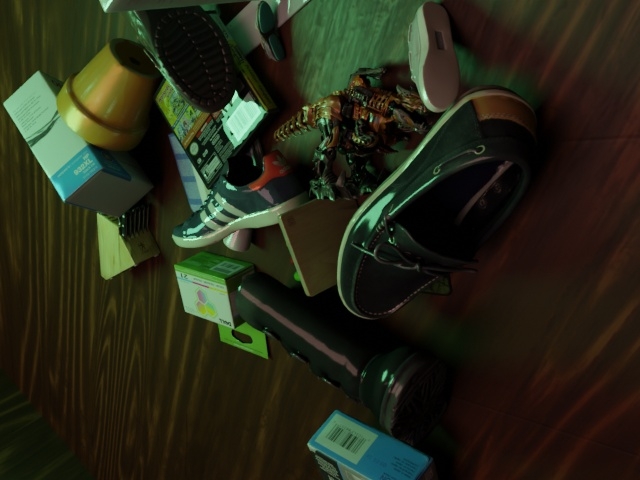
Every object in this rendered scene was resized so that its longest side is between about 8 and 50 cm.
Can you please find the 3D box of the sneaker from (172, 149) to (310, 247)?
[{"bbox_3d":[-0.184,-0.089,1.434,0.350,0.131,0.148,-17,102,33],"label":"sneaker"}]

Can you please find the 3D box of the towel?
[{"bbox_3d":[-0.218,-0.157,1.548,0.285,0.034,0.209,2,113,44],"label":"towel"}]

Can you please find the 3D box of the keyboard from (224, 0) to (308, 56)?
[{"bbox_3d":[-0.103,-0.420,1.312,0.256,0.014,0.072,-24,99,48],"label":"keyboard"}]

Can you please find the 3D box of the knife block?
[{"bbox_3d":[-0.542,-0.041,1.886,0.275,0.088,0.242,-23,94,48],"label":"knife block"}]

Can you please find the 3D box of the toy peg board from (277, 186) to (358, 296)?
[{"bbox_3d":[0.000,0.000,1.339,0.079,0.161,0.161,-3,110,60],"label":"toy peg board"}]

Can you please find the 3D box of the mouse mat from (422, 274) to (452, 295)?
[{"bbox_3d":[0.162,0.010,1.291,0.152,0.007,0.190,4,114,43],"label":"mouse mat"}]

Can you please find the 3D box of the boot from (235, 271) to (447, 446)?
[{"bbox_3d":[0.020,0.186,1.339,0.445,0.146,0.367,37,163,26],"label":"boot"}]

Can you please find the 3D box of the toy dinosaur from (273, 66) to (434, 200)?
[{"bbox_3d":[0.055,-0.184,1.221,0.322,0.164,0.218,12,106,61],"label":"toy dinosaur"}]

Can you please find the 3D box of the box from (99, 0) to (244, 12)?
[{"bbox_3d":[-0.197,-0.502,1.096,0.168,0.345,0.215,-27,88,47],"label":"box"}]

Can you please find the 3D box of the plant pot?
[{"bbox_3d":[-0.452,-0.337,1.573,0.205,0.205,0.188,50,122,12],"label":"plant pot"}]

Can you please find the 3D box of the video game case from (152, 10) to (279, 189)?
[{"bbox_3d":[-0.222,-0.279,1.442,0.275,0.035,0.248,-42,76,44],"label":"video game case"}]

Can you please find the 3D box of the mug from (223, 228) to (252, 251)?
[{"bbox_3d":[-0.184,-0.023,1.571,0.078,0.062,0.064,33,124,18],"label":"mug"}]

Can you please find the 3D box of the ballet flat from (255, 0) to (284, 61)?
[{"bbox_3d":[-0.101,-0.382,1.295,0.041,0.041,0.114,13,134,40],"label":"ballet flat"}]

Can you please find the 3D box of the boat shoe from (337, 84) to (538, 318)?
[{"bbox_3d":[0.166,-0.014,1.119,0.186,0.156,0.500,18,133,-18],"label":"boat shoe"}]

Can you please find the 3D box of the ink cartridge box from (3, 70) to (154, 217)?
[{"bbox_3d":[-0.569,-0.224,1.675,0.129,0.223,0.307,-39,73,10],"label":"ink cartridge box"}]

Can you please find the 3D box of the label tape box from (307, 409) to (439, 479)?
[{"bbox_3d":[0.133,0.528,1.458,0.240,0.106,0.334,18,140,38],"label":"label tape box"}]

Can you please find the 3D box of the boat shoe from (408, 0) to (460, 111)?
[{"bbox_3d":[0.160,-0.267,1.056,0.063,0.066,0.184,138,129,-60],"label":"boat shoe"}]

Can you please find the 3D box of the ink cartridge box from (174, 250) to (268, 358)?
[{"bbox_3d":[-0.234,0.172,1.696,0.188,0.097,0.255,12,118,40],"label":"ink cartridge box"}]

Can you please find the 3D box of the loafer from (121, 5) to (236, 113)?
[{"bbox_3d":[-0.282,-0.401,1.347,0.366,0.134,0.130,58,167,0],"label":"loafer"}]
